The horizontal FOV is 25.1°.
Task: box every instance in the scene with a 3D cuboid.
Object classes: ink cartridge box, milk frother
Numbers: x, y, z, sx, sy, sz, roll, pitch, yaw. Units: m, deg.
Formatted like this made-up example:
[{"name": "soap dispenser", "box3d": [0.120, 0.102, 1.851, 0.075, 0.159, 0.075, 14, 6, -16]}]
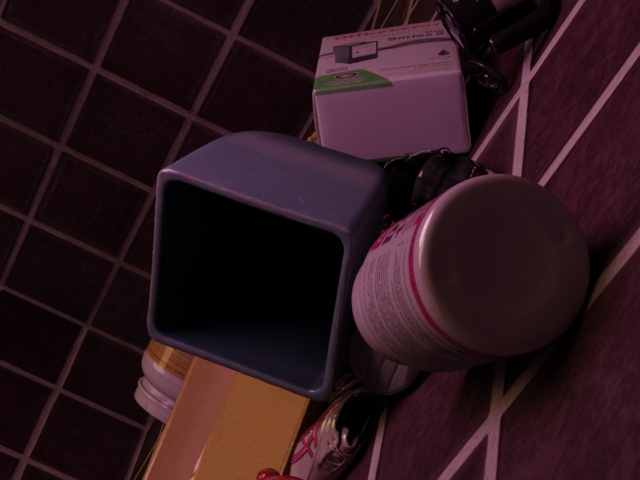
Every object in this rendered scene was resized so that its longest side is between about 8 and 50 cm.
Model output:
[{"name": "ink cartridge box", "box3d": [0.102, -0.216, 2.071, 0.289, 0.211, 0.122, -85, -13, -67]}, {"name": "milk frother", "box3d": [0.243, -0.283, 1.900, 0.134, 0.129, 0.143, -30, -25, -2]}]

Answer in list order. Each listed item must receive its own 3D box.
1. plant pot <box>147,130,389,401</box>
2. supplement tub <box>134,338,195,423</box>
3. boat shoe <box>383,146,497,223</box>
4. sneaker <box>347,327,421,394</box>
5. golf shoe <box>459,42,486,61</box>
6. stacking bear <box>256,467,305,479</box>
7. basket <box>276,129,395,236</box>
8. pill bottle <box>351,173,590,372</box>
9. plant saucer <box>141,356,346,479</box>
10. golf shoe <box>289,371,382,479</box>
[{"name": "plant pot", "box3d": [-0.041, -0.001, 1.768, 0.252, 0.247, 0.248, -50, -26, -53]}, {"name": "supplement tub", "box3d": [-0.205, 0.199, 2.759, 0.316, 0.228, 0.228, -63, 8, 8]}, {"name": "boat shoe", "box3d": [0.132, -0.064, 1.831, 0.127, 0.113, 0.340, -64, 8, 4]}, {"name": "sneaker", "box3d": [0.110, 0.095, 1.651, 0.091, 0.094, 0.258, -36, -12, -33]}, {"name": "golf shoe", "box3d": [0.239, -0.311, 2.167, 0.176, 0.069, 0.086, -115, 31, -83]}, {"name": "stacking bear", "box3d": [-0.076, 0.391, 1.649, 0.164, 0.175, 0.289, -60, 2, 42]}, {"name": "basket", "box3d": [0.000, 0.000, 2.072, 0.223, 0.213, 0.299, -55, -1, 21]}, {"name": "pill bottle", "box3d": [0.128, 0.042, 1.361, 0.160, 0.160, 0.283, -66, 8, -15]}, {"name": "plant saucer", "box3d": [-0.096, 0.260, 2.100, 0.332, 0.081, 0.333, -14, 45, 47]}, {"name": "golf shoe", "box3d": [0.015, 0.249, 1.774, 0.186, 0.067, 0.086, -63, 10, 8]}]
